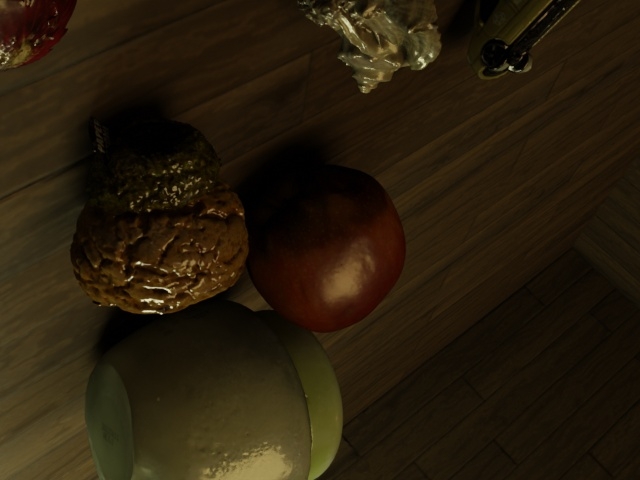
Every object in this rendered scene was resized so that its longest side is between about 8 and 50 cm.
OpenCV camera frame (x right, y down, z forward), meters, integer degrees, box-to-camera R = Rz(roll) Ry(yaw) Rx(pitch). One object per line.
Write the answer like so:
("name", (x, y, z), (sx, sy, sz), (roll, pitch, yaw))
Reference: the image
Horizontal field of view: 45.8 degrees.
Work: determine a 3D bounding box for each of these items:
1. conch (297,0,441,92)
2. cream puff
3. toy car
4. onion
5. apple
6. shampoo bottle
("conch", (0.062, -0.256, 0.709), (0.162, 0.178, 0.246), (-9, 119, -40))
("cream puff", (-0.167, -0.041, 0.746), (0.183, 0.183, 0.169), (-29, 133, -32))
("toy car", (0.284, -0.335, 1.006), (0.101, 0.124, 0.257), (-12, 152, -53))
("onion", (-0.212, -0.165, 0.463), (0.131, 0.131, 0.131), (-36, 158, -17))
("apple", (0.000, 0.000, 1.023), (0.230, 0.230, 0.230), (-36, 158, -17))
("shampoo bottle", (-0.154, 0.250, 1.057), (0.317, 0.322, 0.323), (-13, 145, -37))
